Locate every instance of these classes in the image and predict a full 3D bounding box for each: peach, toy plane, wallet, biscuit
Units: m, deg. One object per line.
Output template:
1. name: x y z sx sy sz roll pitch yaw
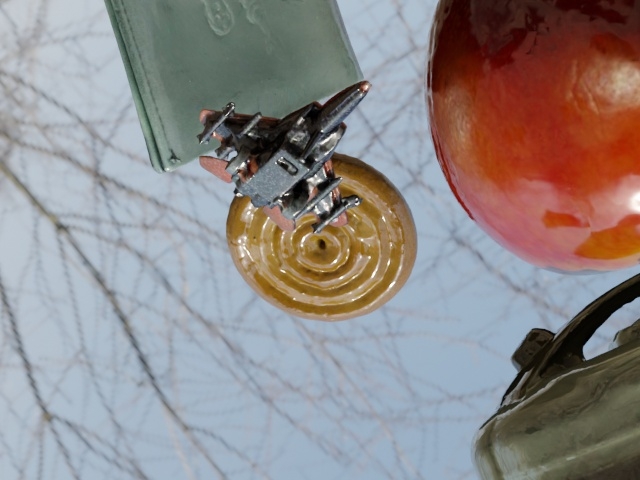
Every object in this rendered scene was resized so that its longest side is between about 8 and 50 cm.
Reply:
1. peach: 0.280 -0.161 1.355 0.388 0.388 0.388 -28 -151 17
2. toy plane: -0.016 -0.060 0.918 0.061 0.130 0.189 -56 -170 -24
3. wallet: -0.093 -0.230 1.377 0.290 0.251 0.054 -28 -163 -39
4. biscuit: 0.000 0.000 1.808 0.262 0.262 0.037 -25 -156 22

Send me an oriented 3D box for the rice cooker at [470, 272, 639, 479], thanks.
1. rice cooker: 0.282 0.159 0.834 0.335 0.325 0.335 -21 170 -4
